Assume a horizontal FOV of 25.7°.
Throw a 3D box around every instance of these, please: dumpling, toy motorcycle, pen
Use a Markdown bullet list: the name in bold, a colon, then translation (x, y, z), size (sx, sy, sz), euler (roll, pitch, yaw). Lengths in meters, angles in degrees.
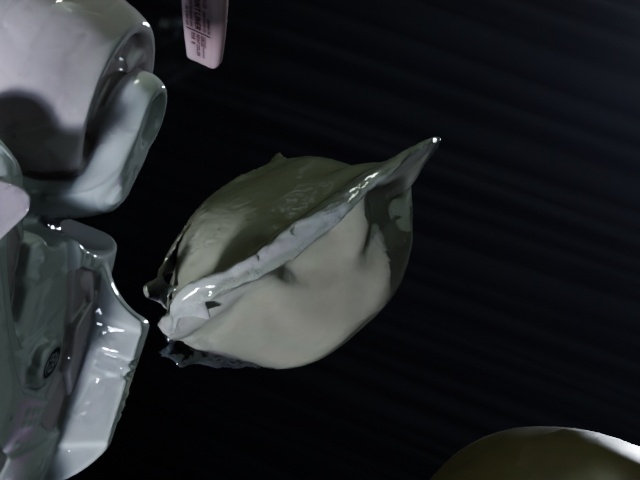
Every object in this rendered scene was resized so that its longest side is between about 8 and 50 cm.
- **dumpling**: translation (-0.001, 0.017, 1.081), size (0.293, 0.204, 0.163), euler (-30, -69, -57)
- **toy motorcycle**: translation (-0.120, 0.034, 0.461), size (0.254, 0.112, 0.112), euler (-71, -18, 3)
- **pen**: translation (-0.122, -0.249, 1.478), size (0.032, 0.053, 0.197), euler (-60, -11, -27)

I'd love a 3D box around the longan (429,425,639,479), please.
- **longan**: translation (0.115, 0.247, 0.748), size (0.243, 0.300, 0.300), euler (35, -104, -38)
